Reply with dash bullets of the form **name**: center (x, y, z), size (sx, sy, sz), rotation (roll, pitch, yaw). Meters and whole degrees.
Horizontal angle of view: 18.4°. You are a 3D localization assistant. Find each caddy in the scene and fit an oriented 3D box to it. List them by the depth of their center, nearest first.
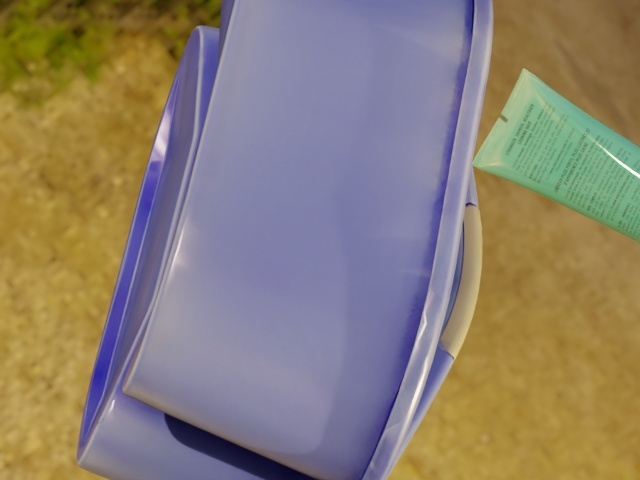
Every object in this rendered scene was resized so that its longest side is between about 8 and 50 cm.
- **caddy**: center (0.000, 0.000, 1.037), size (0.179, 0.241, 0.341), rotation (18, 62, -11)

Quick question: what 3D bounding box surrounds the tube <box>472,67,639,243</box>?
- **tube**: center (0.213, -0.038, 1.406), size (0.207, 0.080, 0.052), rotation (31, 11, 13)
